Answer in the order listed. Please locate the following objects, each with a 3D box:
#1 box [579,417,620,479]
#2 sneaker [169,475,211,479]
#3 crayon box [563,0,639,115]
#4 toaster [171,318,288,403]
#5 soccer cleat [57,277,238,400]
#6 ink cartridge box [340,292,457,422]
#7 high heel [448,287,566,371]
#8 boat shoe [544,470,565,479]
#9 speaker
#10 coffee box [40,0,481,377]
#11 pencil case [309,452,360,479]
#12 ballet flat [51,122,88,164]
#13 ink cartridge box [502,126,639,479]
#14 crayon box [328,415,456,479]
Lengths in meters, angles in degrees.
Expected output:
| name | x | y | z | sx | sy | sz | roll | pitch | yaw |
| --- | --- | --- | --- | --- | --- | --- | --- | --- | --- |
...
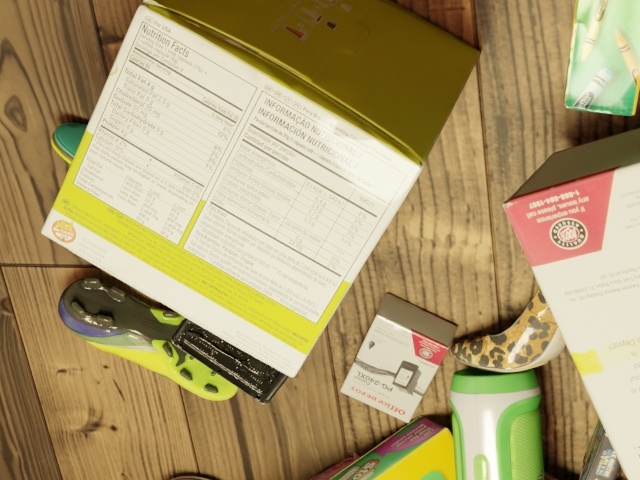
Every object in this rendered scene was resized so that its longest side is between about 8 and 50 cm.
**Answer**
| name | x | y | z | sx | sy | sz | roll | pitch | yaw |
| --- | --- | --- | --- | --- | --- | --- | --- | --- | --- |
| box | 0.387 | 0.255 | 1.735 | 0.036 | 0.114 | 0.207 | 17 | 122 | 8 |
| sneaker | -0.108 | 0.455 | 2.034 | 0.305 | 0.114 | 0.152 | 12 | 136 | 16 |
| crayon box | 0.325 | -0.295 | 1.405 | 0.081 | 0.165 | 0.278 | 9 | 121 | 13 |
| toaster | -0.089 | 0.105 | 1.806 | 0.168 | 0.110 | 0.185 | 34 | 124 | -3 |
| soccer cleat | -0.248 | 0.146 | 1.913 | 0.289 | 0.093 | 0.121 | 29 | 154 | -5 |
| ink cartridge box | 0.106 | 0.164 | 1.804 | 0.109 | 0.063 | 0.150 | 25 | 123 | 3 |
| high heel | 0.272 | 0.075 | 1.710 | 0.261 | 0.093 | 0.186 | -7 | 92 | 37 |
| boat shoe | 0.389 | 0.374 | 1.834 | 0.257 | 0.095 | 0.095 | 36 | 88 | 4 |
| speaker | 0.241 | 0.321 | 1.753 | 0.131 | 0.131 | 0.296 | -3 | 92 | 20 |
| coffee box | -0.059 | -0.118 | 1.530 | 0.338 | 0.337 | 0.334 | 30 | 123 | 1 |
| pencil case | 0.090 | 0.450 | 1.944 | 0.124 | 0.124 | 0.284 | -28 | 106 | 29 |
| ballet flat | -0.258 | -0.087 | 1.776 | 0.231 | 0.077 | 0.077 | 18 | 140 | 5 |
| ink cartridge box | 0.423 | 0.064 | 1.480 | 0.279 | 0.160 | 0.384 | -16 | 105 | 36 |
| crayon box | 0.089 | 0.479 | 1.830 | 0.363 | 0.106 | 0.313 | -33 | 102 | -14 |
